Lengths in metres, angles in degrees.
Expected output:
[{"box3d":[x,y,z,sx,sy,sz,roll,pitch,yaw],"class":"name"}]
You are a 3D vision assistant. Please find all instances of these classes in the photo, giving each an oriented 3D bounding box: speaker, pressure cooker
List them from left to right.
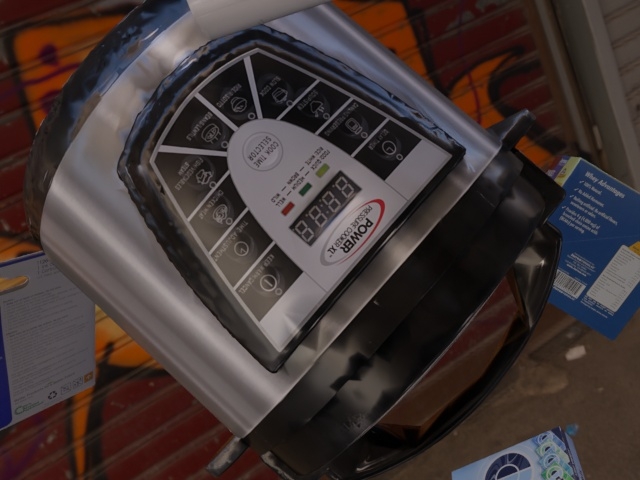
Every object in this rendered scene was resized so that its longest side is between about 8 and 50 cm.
[{"box3d":[-0.008,-0.155,0.328,0.136,0.055,0.055,-15,17,10],"class":"speaker"},{"box3d":[0.001,-0.001,0.577,0.375,0.420,0.370,-42,-7,-48],"class":"pressure cooker"}]

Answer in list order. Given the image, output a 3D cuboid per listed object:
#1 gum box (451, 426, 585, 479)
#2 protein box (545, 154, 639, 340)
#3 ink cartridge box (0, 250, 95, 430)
[{"box3d":[0.274,0.363,0.830,0.184,0.041,0.157,-35,22,24],"class":"gum box"},{"box3d":[0.410,0.005,0.934,0.201,0.200,0.136,-59,-2,12],"class":"protein box"},{"box3d":[-0.485,0.152,0.900,0.072,0.307,0.304,27,31,32],"class":"ink cartridge box"}]
